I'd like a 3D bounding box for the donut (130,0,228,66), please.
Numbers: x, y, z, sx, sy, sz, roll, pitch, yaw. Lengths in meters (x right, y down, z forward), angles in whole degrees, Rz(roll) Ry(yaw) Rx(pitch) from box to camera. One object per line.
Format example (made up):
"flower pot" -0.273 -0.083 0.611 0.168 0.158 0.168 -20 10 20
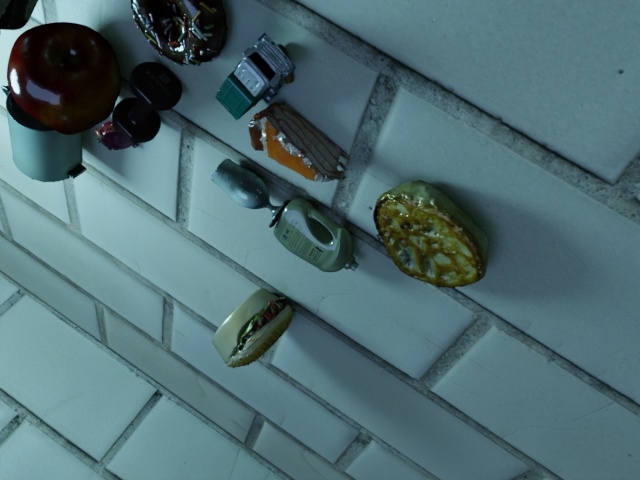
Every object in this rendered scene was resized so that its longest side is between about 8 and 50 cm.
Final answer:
"donut" -0.333 -0.530 1.360 0.269 0.103 0.270 23 141 20

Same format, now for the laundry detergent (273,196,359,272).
"laundry detergent" 0.000 0.000 1.634 0.253 0.091 0.181 36 137 4

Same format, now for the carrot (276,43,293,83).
"carrot" -0.083 -0.404 1.341 0.032 0.032 0.093 11 139 31

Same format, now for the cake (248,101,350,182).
"cake" -0.054 -0.237 1.431 0.287 0.098 0.135 29 141 13

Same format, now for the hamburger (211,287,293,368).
"hamburger" -0.225 0.302 1.968 0.170 0.302 0.302 43 143 7

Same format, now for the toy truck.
"toy truck" -0.157 -0.366 1.347 0.114 0.124 0.253 46 161 -11

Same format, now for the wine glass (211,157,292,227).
"wine glass" -0.194 -0.138 1.647 0.222 0.103 0.103 37 142 3

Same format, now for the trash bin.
"trash bin" -0.881 -0.350 1.888 0.277 0.217 0.262 35 143 1

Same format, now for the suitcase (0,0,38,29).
"suitcase" -0.753 -0.673 1.373 0.194 0.339 0.352 37 110 -3

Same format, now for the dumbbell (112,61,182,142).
"dumbbell" -0.480 -0.376 1.614 0.140 0.124 0.225 46 142 -10

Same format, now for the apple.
"apple" -0.690 -0.439 1.593 0.288 0.288 0.317 43 159 -5

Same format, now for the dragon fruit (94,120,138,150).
"dragon fruit" -0.632 -0.335 1.816 0.112 0.126 0.068 125 135 -58

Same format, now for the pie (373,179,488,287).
"pie" 0.265 -0.005 1.423 0.315 0.092 0.315 27 144 21
